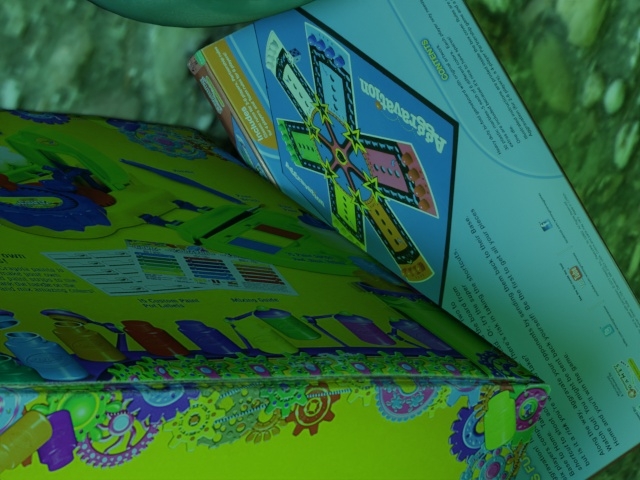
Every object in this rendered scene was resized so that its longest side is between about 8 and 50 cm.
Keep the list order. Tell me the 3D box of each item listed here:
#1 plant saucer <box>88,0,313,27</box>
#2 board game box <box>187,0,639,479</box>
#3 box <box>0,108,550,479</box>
[{"bbox_3d":[0.016,-0.208,0.770,0.317,0.044,0.317,-35,156,-18],"label":"plant saucer"},{"bbox_3d":[0.064,-0.001,0.906,0.145,0.027,0.281,-29,89,-23],"label":"board game box"},{"bbox_3d":[-0.118,0.069,0.750,0.290,0.279,0.177,3,113,-39],"label":"box"}]
